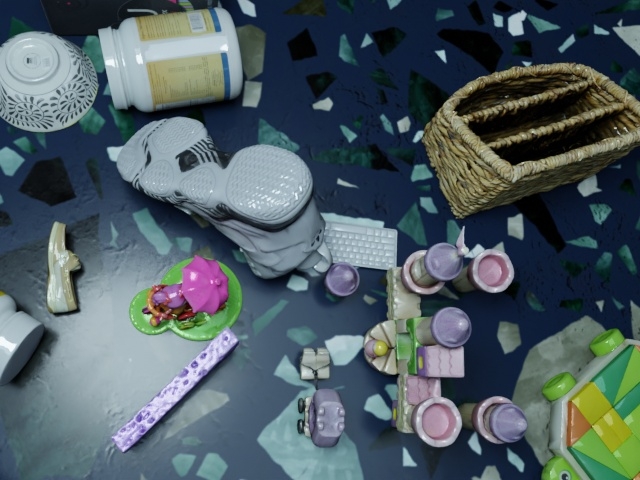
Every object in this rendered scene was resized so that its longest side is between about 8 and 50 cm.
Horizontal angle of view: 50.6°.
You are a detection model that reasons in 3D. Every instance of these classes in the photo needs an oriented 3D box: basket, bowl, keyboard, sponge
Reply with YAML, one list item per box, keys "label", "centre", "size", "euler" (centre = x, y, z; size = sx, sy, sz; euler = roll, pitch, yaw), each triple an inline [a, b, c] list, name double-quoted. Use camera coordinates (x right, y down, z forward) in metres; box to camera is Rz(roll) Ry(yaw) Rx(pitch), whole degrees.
- label: "basket"
  centre: [0.342, -0.193, 1.102]
  size: [0.299, 0.223, 0.214]
  euler: [-17, 79, -13]
- label: "bowl"
  centre: [-0.438, -0.261, 1.048]
  size: [0.170, 0.080, 0.170]
  euler: [2, 76, -10]
- label: "keyboard"
  centre: [0.000, 0.000, 1.096]
  size: [0.255, 0.014, 0.072]
  euler: [7, 75, -9]
- label: "sponge"
  centre: [-0.202, 0.210, 0.950]
  size: [0.210, 0.117, 0.031]
  euler: [-43, 88, -18]

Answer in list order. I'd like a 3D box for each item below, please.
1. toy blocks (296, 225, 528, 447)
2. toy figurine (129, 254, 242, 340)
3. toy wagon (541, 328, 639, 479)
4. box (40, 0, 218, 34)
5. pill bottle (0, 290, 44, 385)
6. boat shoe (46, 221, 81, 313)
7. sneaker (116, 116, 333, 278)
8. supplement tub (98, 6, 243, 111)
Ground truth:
- label: "toy blocks"
  centre: [0.139, 0.146, 0.949]
  size: [0.308, 0.260, 0.289]
  euler: [2, 79, -10]
- label: "toy figurine"
  centre: [-0.193, 0.076, 0.964]
  size: [0.173, 0.159, 0.130]
  euler: [-13, 78, -13]
- label: "toy wagon"
  centre: [0.470, 0.319, 1.073]
  size: [0.344, 0.068, 0.267]
  euler: [-35, 84, -17]
- label: "box"
  centre: [-0.301, -0.426, 1.071]
  size: [0.270, 0.165, 0.144]
  euler: [-4, 77, -11]
- label: "pill bottle"
  centre: [-0.496, 0.104, 0.921]
  size: [0.208, 0.119, 0.119]
  euler: [30, 72, -2]
- label: "boat shoe"
  centre: [-0.378, 0.040, 1.000]
  size: [0.045, 0.050, 0.136]
  euler: [0, 86, -14]
- label: "sneaker"
  centre: [-0.141, -0.054, 1.016]
  size: [0.365, 0.210, 0.137]
  euler: [18, 62, 34]
- label: "supplement tub"
  centre: [-0.232, -0.280, 1.056]
  size: [0.199, 0.144, 0.144]
  euler: [-11, 78, -13]
